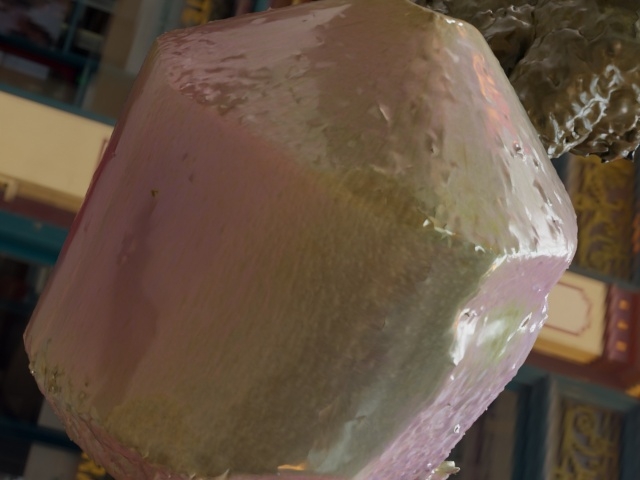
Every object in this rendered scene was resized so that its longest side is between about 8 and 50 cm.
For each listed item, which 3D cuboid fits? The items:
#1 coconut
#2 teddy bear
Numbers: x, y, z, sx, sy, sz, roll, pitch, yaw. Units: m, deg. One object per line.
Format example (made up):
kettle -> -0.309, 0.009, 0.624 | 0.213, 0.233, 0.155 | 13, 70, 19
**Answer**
coconut -> 0.000, 0.000, 0.635 | 0.245, 0.233, 0.233 | -59, -159, 16
teddy bear -> 0.184, -0.142, 1.033 | 0.256, 0.267, 0.156 | -137, -128, -62
